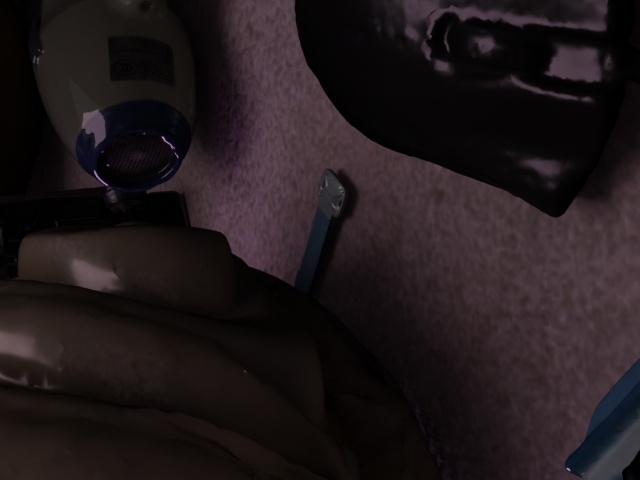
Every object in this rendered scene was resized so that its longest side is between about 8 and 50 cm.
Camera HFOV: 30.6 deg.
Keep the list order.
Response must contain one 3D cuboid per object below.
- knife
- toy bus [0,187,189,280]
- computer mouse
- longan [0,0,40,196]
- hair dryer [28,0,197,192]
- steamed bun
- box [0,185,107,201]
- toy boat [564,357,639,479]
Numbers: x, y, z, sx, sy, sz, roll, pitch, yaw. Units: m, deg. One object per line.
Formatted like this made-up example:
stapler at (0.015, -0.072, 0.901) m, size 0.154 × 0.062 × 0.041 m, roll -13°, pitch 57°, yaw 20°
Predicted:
knife at (0.000, 0.000, 0.710) m, size 0.027 × 0.010 × 0.096 m, roll 53°, pitch 139°, yaw 39°
toy bus at (-0.197, 0.020, 0.852) m, size 0.108 × 0.199 × 0.096 m, roll -29°, pitch 70°, yaw 59°
computer mouse at (0.049, -0.101, 0.552) m, size 0.264 × 0.088 × 0.147 m, roll 22°, pitch 116°, yaw 52°
longan at (-0.424, -0.117, 1.091) m, size 0.361 × 0.361 × 0.361 m, roll 15°, pitch 107°, yaw 56°
hair dryer at (-0.134, -0.219, 0.819) m, size 0.296 × 0.119 × 0.298 m, roll 49°, pitch 125°, yaw 52°
steamed bun at (-0.091, 0.114, 0.606) m, size 0.339 × 0.352 × 0.247 m, roll 29°, pitch 97°, yaw 36°
box at (-0.319, 0.099, 0.963) m, size 0.225 × 0.297 × 0.190 m, roll -46°, pitch 57°, yaw 51°
toy boat at (0.117, 0.127, 0.468) m, size 0.098 × 0.109 × 0.238 m, roll -98°, pitch 29°, yaw -44°
